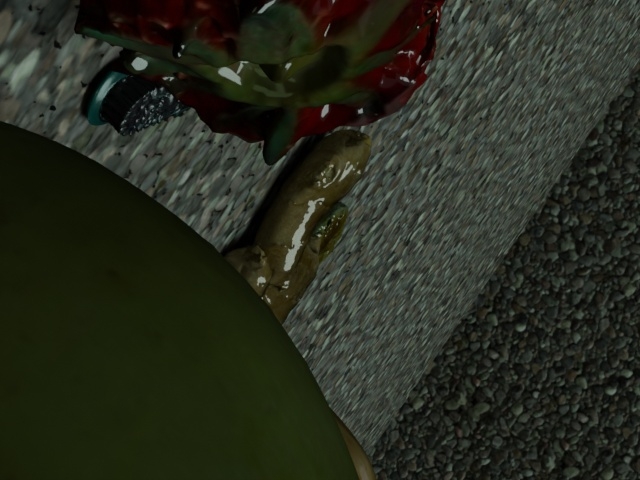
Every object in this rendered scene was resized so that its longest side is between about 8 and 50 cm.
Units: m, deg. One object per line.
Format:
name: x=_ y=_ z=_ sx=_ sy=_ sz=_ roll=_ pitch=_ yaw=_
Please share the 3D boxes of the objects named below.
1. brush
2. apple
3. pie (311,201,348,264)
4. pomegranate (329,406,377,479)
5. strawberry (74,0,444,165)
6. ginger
brush: x=-0.072 y=-0.100 z=0.882 sx=0.193 sy=0.032 sz=0.043 roll=-33 pitch=155 yaw=-55
apple: x=-0.149 y=0.130 z=0.563 sx=0.357 sy=0.357 sz=0.357 roll=-51 pitch=166 yaw=-17
pie: x=0.000 y=0.000 z=1.417 sx=0.084 sy=0.020 sz=0.084 roll=-50 pitch=166 yaw=-18
pomegranate: x=-0.120 y=0.214 z=0.868 sx=0.338 sy=0.338 sz=0.338 roll=-51 pitch=166 yaw=-17
strawberry: x=-0.025 y=-0.147 z=0.671 sx=0.184 sy=0.187 sz=0.201 roll=-21 pitch=-121 yaw=55
ginger: x=-0.024 y=-0.001 z=1.256 sx=0.214 sy=0.059 sz=0.133 roll=-56 pitch=159 yaw=-1
